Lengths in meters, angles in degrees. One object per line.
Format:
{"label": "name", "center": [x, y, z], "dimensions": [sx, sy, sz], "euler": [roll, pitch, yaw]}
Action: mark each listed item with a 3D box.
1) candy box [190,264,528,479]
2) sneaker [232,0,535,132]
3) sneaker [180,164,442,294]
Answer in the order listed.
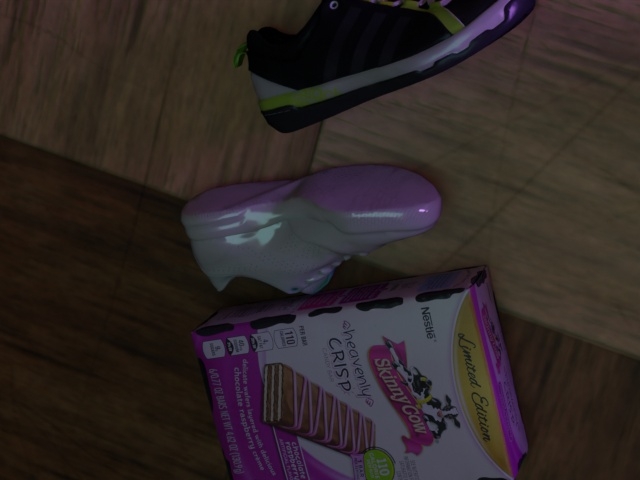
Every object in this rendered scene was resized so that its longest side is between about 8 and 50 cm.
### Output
{"label": "candy box", "center": [0.031, 0.119, 1.326], "dimensions": [0.233, 0.071, 0.159], "euler": [-11, 101, 19]}
{"label": "sneaker", "center": [0.039, -0.157, 1.238], "dimensions": [0.234, 0.084, 0.097], "euler": [-21, 97, 21]}
{"label": "sneaker", "center": [0.000, 0.000, 1.309], "dimensions": [0.212, 0.080, 0.094], "euler": [-4, 116, 25]}
